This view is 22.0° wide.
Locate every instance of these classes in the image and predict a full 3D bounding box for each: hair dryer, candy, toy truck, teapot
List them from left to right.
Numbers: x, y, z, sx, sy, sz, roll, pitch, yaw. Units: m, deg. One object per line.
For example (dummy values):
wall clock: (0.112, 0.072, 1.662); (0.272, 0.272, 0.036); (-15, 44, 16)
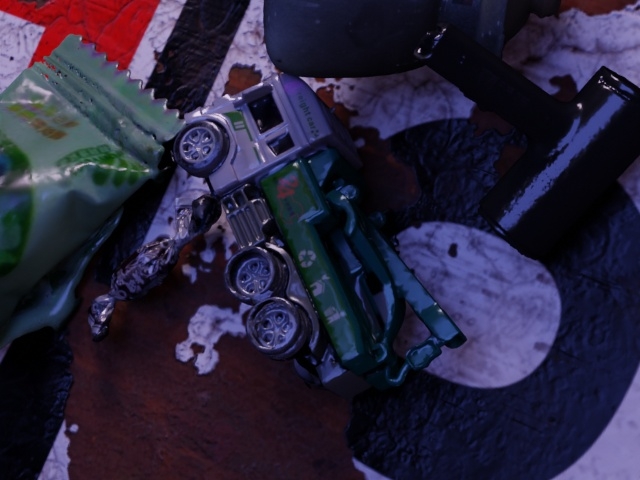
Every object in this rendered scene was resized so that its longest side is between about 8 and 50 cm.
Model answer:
candy: (-0.348, -0.051, 1.882); (0.263, 0.172, 0.398); (37, 83, 27)
candy: (-0.189, 0.026, 1.817); (0.051, 0.094, 0.226); (41, 111, -9)
toy truck: (-0.007, 0.002, 1.683); (0.178, 0.176, 0.363); (-32, 64, 8)
teapot: (0.106, -0.297, 1.652); (0.285, 0.223, 0.305); (10, 82, 6)
hair dryer: (0.187, -0.121, 1.575); (0.197, 0.251, 0.089); (-49, 23, 12)
